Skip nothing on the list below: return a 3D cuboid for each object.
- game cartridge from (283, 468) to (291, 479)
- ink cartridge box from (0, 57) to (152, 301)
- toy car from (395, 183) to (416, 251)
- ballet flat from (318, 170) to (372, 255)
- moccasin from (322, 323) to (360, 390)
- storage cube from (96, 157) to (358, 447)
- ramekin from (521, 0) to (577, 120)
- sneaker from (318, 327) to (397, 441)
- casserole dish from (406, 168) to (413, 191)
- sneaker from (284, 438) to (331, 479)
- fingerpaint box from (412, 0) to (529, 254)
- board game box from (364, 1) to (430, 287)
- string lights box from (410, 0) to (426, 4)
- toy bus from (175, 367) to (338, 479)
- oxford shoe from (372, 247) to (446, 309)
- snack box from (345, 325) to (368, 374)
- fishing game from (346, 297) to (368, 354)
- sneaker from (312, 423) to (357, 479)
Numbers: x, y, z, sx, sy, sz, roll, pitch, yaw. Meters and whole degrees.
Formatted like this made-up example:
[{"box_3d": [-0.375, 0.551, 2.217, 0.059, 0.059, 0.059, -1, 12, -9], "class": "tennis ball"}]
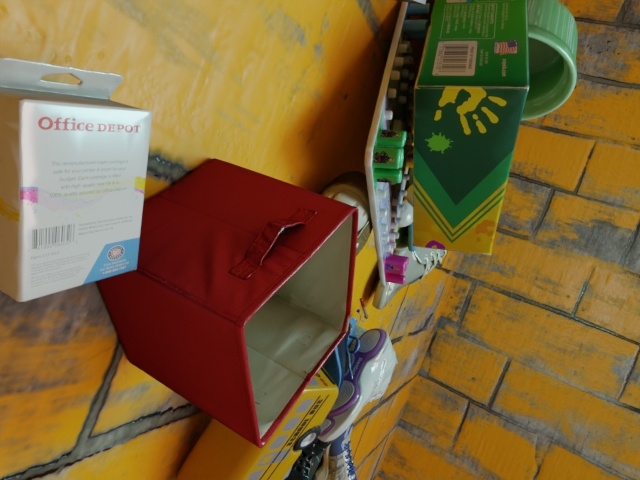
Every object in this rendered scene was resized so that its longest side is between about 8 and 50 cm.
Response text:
[{"box_3d": [-0.106, 0.425, 0.939, 0.294, 0.060, 0.196, 18, 90, -66], "class": "game cartridge"}, {"box_3d": [-0.186, -0.049, 0.317, 0.092, 0.089, 0.143, -19, 126, -60], "class": "ink cartridge box"}, {"box_3d": [0.251, -0.043, 1.166, 0.182, 0.136, 0.159, -41, 148, -20], "class": "toy car"}, {"box_3d": [0.000, 0.000, 0.716, 0.342, 0.116, 0.124, -52, 170, -22], "class": "ballet flat"}, {"box_3d": [0.019, 0.180, 0.892, 0.117, 0.137, 0.342, -44, 148, -51], "class": "moccasin"}, {"box_3d": [-0.089, 0.051, 0.481, 0.184, 0.193, 0.215, -45, 147, -41], "class": "storage cube"}, {"box_3d": [0.469, -0.448, 1.123, 0.303, 0.303, 0.148, 57, 51, -62], "class": "ramekin"}, {"box_3d": [0.102, 0.368, 1.117, 0.305, 0.114, 0.152, -49, 125, -28], "class": "sneaker"}, {"box_3d": [0.270, -0.191, 1.227, 0.114, 0.036, 0.189, -46, 148, -42], "class": "casserole dish"}, {"box_3d": [-0.040, 0.517, 1.135, 0.268, 0.101, 0.106, -64, 178, -12], "class": "sneaker"}, {"box_3d": [0.287, -0.261, 0.882, 0.371, 0.163, 0.445, 77, 25, -50], "class": "fingerpaint box"}, {"box_3d": [0.158, -0.165, 0.860, 0.390, 0.050, 0.390, 73, 28, -56], "class": "board game box"}, {"box_3d": [0.122, -0.476, 0.624, 0.133, 0.076, 0.260, -34, 139, -54], "class": "string lights box"}, {"box_3d": [-0.107, 0.313, 0.694, 0.130, 0.108, 0.333, 17, 110, -51], "class": "toy bus"}, {"box_3d": [0.289, 0.038, 1.331, 0.449, 0.130, 0.169, -47, 163, -37], "class": "oxford shoe"}, {"box_3d": [0.086, 0.365, 1.269, 0.207, 0.070, 0.175, -58, 154, -25], "class": "snack box"}, {"box_3d": [0.030, 0.262, 1.104, 0.264, 0.041, 0.189, -53, 153, -16], "class": "fishing game"}, {"box_3d": [0.070, 0.699, 1.444, 0.111, 0.130, 0.297, -5, 113, -62], "class": "sneaker"}]
